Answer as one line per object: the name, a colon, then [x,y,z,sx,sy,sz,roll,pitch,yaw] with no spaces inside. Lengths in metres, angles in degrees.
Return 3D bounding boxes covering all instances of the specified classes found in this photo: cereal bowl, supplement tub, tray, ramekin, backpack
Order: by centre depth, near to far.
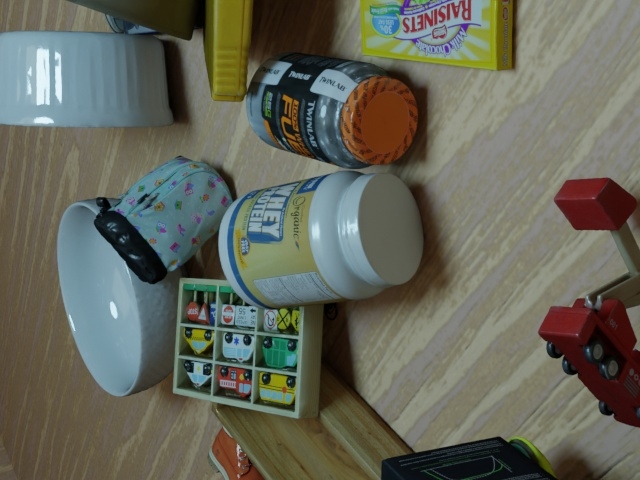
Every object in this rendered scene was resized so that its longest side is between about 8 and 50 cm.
supplement tub: [0.012,-0.145,1.042,0.190,0.117,0.116,21,119,51]
supplement tub: [0.000,0.000,1.058,0.200,0.144,0.144,-10,93,38]
tray: [-0.006,0.274,1.262,0.411,0.076,0.202,42,133,39]
backpack: [-0.218,-0.036,1.369,0.115,0.182,0.152,25,153,47]
ramekin: [-0.362,-0.243,1.421,0.277,0.277,0.135,13,105,53]
cereal bowl: [-0.317,0.085,1.584,0.339,0.141,0.338,25,122,49]

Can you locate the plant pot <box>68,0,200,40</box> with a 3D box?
plant pot: [-0.277,-0.436,1.188,0.323,0.323,0.280,30,104,47]

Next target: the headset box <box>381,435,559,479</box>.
headset box: [0.168,0.338,0.782,0.283,0.131,0.246,-149,55,-65]

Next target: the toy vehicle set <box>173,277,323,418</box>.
toy vehicle set: [-0.102,0.136,1.254,0.267,0.035,0.165,0,86,46]

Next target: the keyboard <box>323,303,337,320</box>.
keyboard: [-0.005,0.028,1.201,0.100,0.038,0.192,49,139,34]

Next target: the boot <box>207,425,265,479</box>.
boot: [-0.112,0.336,1.420,0.158,0.059,0.084,37,114,40]

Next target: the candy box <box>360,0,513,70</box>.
candy box: [0.111,-0.232,0.945,0.206,0.027,0.105,20,121,51]

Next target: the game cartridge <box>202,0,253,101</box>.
game cartridge: [-0.108,-0.351,1.102,0.285,0.053,0.323,-108,19,-61]

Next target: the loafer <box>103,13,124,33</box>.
loafer: [-0.327,-0.398,1.512,0.039,0.045,0.125,1,100,49]

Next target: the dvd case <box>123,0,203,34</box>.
dvd case: [-0.244,-0.401,1.400,0.239,0.030,0.179,13,112,53]

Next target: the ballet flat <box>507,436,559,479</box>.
ballet flat: [0.214,0.294,0.943,0.077,0.077,0.230,25,119,55]

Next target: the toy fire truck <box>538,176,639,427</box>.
toy fire truck: [0.247,0.054,0.788,0.192,0.135,0.047,45,156,-26]
